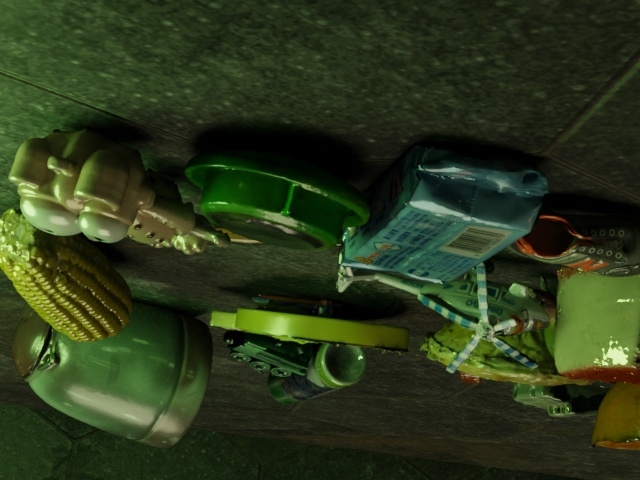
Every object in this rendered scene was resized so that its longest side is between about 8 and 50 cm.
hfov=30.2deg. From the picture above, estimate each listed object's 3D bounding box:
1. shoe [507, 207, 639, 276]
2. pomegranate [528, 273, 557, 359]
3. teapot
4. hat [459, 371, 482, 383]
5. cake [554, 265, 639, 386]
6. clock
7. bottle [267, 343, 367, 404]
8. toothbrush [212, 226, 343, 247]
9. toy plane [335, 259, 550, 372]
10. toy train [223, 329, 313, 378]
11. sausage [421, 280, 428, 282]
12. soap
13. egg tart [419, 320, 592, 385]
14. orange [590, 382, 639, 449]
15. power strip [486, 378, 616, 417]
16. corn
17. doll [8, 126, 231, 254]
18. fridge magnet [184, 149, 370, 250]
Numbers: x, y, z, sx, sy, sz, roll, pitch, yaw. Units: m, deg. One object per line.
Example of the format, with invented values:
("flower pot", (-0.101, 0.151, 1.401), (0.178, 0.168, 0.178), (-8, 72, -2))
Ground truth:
("shoe", (0.301, 0.003, 1.327), (0.194, 0.074, 0.077), (8, -174, 4))
("pomegranate", (0.351, 0.116, 1.641), (0.159, 0.129, 0.129), (22, 166, 13))
("teapot", (-0.383, 0.191, 2.053), (0.312, 0.233, 0.315), (22, -174, -25))
("hat", (0.299, 0.179, 1.958), (0.162, 0.093, 0.112), (-15, 170, 7))
("cake", (0.417, 0.119, 1.557), (0.160, 0.158, 0.262), (-5, 161, 41))
("clock", (0.001, 0.128, 1.887), (0.293, 0.071, 0.277), (6, 177, 32))
("bottle", (-0.012, 0.253, 2.267), (0.093, 0.093, 0.330), (12, 162, -17))
("toothbrush", (0.000, -0.001, 1.545), (0.321, 0.023, 0.031), (4, 160, 7))
("toy plane", (0.164, 0.079, 1.572), (0.273, 0.107, 0.182), (4, 126, 19))
("toy train", (-0.088, 0.194, 2.124), (0.170, 0.071, 0.111), (24, 152, -28))
("sausage", (0.156, 0.052, 1.641), (0.034, 0.034, 0.083), (5, 164, 6))
("soap", (0.131, -0.025, 1.322), (0.156, 0.077, 0.293), (12, 161, -15))
("egg tart", (0.290, 0.155, 1.785), (0.279, 0.095, 0.279), (7, -177, 0))
("orange", (0.603, 0.296, 1.924), (0.310, 0.274, 0.274), (-35, 150, 11))
("power strip", (0.457, 0.284, 2.198), (0.251, 0.092, 0.257), (6, 167, -12))
("corn", (-0.361, 0.056, 1.686), (0.130, 0.130, 0.347), (3, 159, 11))
("doll", (-0.219, -0.042, 1.335), (0.154, 0.119, 0.278), (10, 170, 35))
("fridge magnet", (-0.048, -0.046, 1.291), (0.208, 0.088, 0.208), (15, 170, 3))
